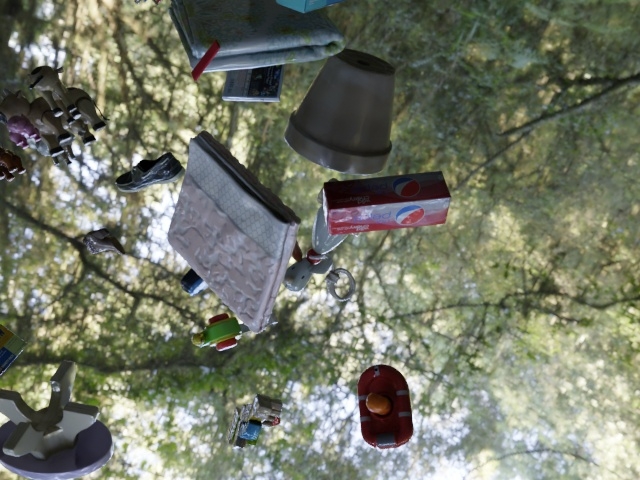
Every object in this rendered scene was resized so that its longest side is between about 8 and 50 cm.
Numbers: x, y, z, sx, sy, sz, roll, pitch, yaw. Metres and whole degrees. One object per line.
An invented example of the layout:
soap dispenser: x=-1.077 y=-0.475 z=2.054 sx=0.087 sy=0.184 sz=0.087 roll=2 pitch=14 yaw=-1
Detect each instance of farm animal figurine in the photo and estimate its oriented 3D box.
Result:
farm animal figurine: x=-0.644 y=-0.299 z=1.549 sx=0.172 sy=0.330 sz=0.327 roll=58 pitch=-152 yaw=0

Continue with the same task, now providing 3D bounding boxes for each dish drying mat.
dish drying mat: x=-0.219 y=-0.344 z=1.277 sx=0.008 sy=0.083 sz=0.032 roll=24 pitch=-150 yaw=-40

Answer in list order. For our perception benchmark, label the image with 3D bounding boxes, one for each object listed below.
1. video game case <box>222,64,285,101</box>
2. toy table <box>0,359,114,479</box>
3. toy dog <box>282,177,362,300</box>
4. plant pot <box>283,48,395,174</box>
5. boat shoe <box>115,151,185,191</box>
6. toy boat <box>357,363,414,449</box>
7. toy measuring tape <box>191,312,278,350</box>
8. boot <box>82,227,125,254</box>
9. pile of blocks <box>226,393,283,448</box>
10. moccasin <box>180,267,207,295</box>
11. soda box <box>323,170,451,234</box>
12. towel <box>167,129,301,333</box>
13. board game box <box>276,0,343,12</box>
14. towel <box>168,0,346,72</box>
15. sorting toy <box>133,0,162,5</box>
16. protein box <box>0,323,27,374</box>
video game case: x=-0.197 y=-0.501 z=2.018 sx=0.173 sy=0.190 sz=0.022 roll=3 pitch=152 yaw=7
toy table: x=-0.602 y=0.406 z=1.464 sx=0.275 sy=0.160 sz=0.252 roll=0 pitch=-145 yaw=-1
toy dog: x=0.000 y=0.000 z=1.755 sx=0.220 sy=0.333 sz=0.161 roll=18 pitch=-172 yaw=20
plant pot: x=0.082 y=-0.389 z=1.930 sx=0.324 sy=0.280 sz=0.323 roll=13 pitch=-150 yaw=-8
boat shoe: x=-0.482 y=-0.192 z=1.843 sx=0.233 sy=0.079 sz=0.084 roll=-10 pitch=-137 yaw=31
toy boat: x=0.169 y=0.456 z=1.854 sx=0.151 sy=0.230 sz=0.151 roll=-13 pitch=152 yaw=15
toy measuring tape: x=-0.261 y=0.280 z=2.162 sx=0.330 sy=0.121 sz=0.121 roll=-12 pitch=-146 yaw=-36
boot: x=-0.680 y=0.017 z=2.082 sx=0.118 sy=0.087 sz=0.042 roll=55 pitch=-168 yaw=-16
pile of blocks: x=-0.198 y=0.588 z=2.110 sx=0.113 sy=0.362 sz=0.148 roll=18 pitch=-118 yaw=-14
moccasin: x=-0.279 y=0.016 z=1.829 sx=0.117 sy=0.137 sz=0.342 roll=40 pitch=-132 yaw=2
soda box: x=0.140 y=-0.080 z=1.434 sx=0.264 sy=0.092 sz=0.083 roll=-7 pitch=-128 yaw=-5
towel: x=-0.195 y=-0.015 z=1.396 sx=0.053 sy=0.316 sz=0.332 roll=-21 pitch=-127 yaw=-41
board game box: x=0.033 y=-0.652 z=1.330 sx=0.079 sy=0.335 sz=0.254 roll=28 pitch=-140 yaw=25
towel: x=-0.163 y=-0.524 z=1.631 sx=0.375 sy=0.090 sz=0.320 roll=-11 pitch=-134 yaw=-14
sorting toy: x=-0.421 y=-0.682 z=1.801 sx=0.046 sy=0.132 sz=0.274 roll=52 pitch=-157 yaw=-25
protein box: x=-0.999 y=0.295 z=1.961 sx=0.200 sy=0.136 sz=0.201 roll=44 pitch=156 yaw=-18
